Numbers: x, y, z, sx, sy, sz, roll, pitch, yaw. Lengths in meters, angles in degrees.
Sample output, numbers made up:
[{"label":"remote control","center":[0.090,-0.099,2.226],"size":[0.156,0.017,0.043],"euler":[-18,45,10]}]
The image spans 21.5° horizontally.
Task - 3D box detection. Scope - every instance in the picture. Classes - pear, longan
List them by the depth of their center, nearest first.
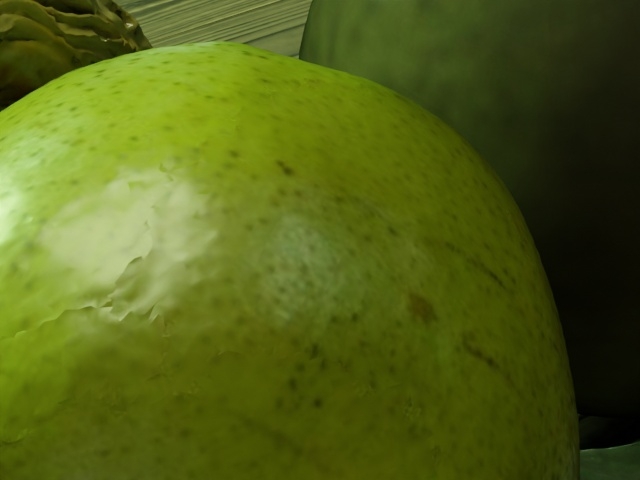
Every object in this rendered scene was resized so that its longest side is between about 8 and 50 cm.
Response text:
[{"label":"pear","center":[-0.043,0.071,0.589],"size":[0.294,0.294,0.294],"euler":[-5,24,2]},{"label":"longan","center":[0.153,-0.053,0.789],"size":[0.350,0.288,0.288],"euler":[29,6,-31]}]

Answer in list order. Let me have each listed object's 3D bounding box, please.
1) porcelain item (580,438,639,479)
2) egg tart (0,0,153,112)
[{"label":"porcelain item","center":[0.163,0.108,0.721],"size":[0.215,0.069,0.081],"euler":[-14,49,-23]},{"label":"egg tart","center":[-0.208,-0.031,0.867],"size":[0.295,0.295,0.116],"euler":[-24,55,-34]}]
